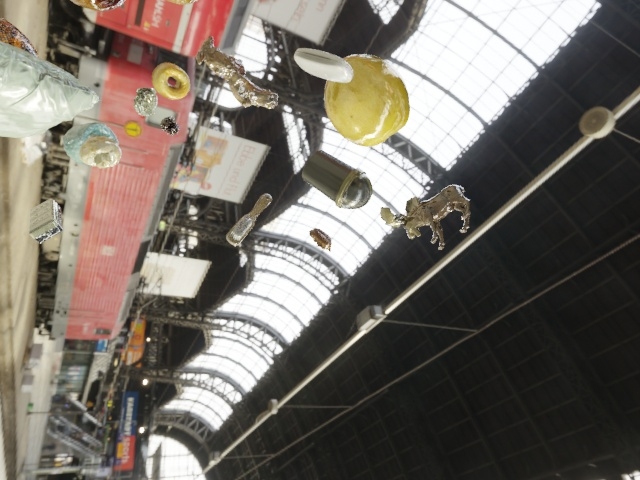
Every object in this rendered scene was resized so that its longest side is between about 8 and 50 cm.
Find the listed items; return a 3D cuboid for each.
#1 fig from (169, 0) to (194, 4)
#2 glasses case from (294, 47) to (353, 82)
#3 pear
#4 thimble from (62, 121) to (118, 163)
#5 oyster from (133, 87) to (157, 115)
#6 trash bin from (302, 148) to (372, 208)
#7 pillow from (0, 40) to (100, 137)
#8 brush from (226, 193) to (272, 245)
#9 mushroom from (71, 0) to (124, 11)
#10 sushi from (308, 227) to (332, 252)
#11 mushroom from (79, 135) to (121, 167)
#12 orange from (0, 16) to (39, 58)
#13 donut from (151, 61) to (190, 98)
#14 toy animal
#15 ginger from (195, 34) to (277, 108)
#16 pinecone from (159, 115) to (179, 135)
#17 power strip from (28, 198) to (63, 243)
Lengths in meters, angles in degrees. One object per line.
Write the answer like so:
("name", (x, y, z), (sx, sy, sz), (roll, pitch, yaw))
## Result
("fig", (-0.308, -0.761, 1.015), (0.368, 0.286, 0.286), (-23, -127, 20))
("glasses case", (0.007, -0.482, 1.168), (0.197, 0.076, 0.049), (30, -93, 33))
("pear", (0.161, -0.488, 1.488), (0.314, 0.314, 0.315), (-32, -128, 55))
("thimble", (-1.112, -0.467, 2.047), (0.143, 0.235, 0.199), (-1, -86, 22))
("oyster", (-0.827, -0.652, 2.006), (0.064, 0.125, 0.177), (54, -37, 16))
("trash bin", (0.093, -0.277, 2.014), (0.333, 0.214, 0.214), (36, -59, 13))
("pillow", (-0.648, -0.301, 0.845), (0.283, 0.310, 0.138), (-12, -98, 26))
("brush", (-0.301, -0.108, 1.864), (0.065, 0.070, 0.327), (-46, -171, 50))
("mushroom", (-0.683, -0.812, 1.245), (0.153, 0.253, 0.253), (4, -98, 22))
("sushi", (0.003, -0.001, 1.647), (0.118, 0.061, 0.060), (54, -43, 19))
("mushroom", (-0.851, -0.338, 1.643), (0.148, 0.148, 0.112), (-44, -112, 48))
("orange", (-1.078, -0.638, 1.426), (0.182, 0.234, 0.234), (-43, -162, -22))
("donut", (-0.608, -0.650, 1.740), (0.058, 0.151, 0.152), (33, -70, 45))
("toy animal", (0.265, -0.065, 1.056), (0.214, 0.093, 0.186), (-39, -127, 23))
("ginger", (-0.266, -0.523, 1.372), (0.084, 0.290, 0.122), (-23, -140, 46))
("pinecone", (-0.652, -0.496, 1.841), (0.077, 0.083, 0.077), (-30, -154, 17))
("power strip", (-1.101, -0.081, 1.700), (0.105, 0.070, 0.256), (-36, -139, -13))
